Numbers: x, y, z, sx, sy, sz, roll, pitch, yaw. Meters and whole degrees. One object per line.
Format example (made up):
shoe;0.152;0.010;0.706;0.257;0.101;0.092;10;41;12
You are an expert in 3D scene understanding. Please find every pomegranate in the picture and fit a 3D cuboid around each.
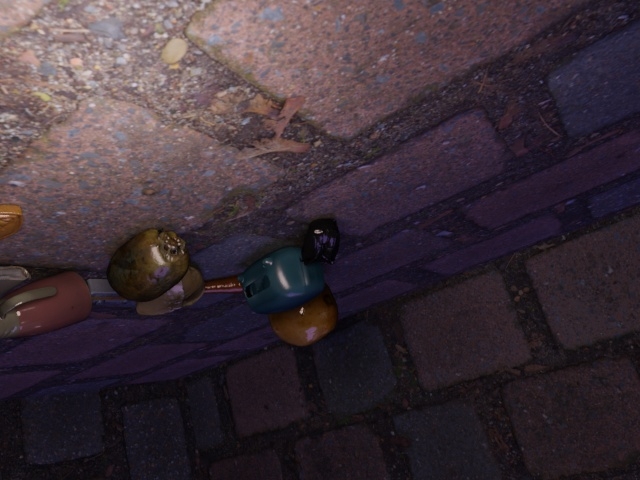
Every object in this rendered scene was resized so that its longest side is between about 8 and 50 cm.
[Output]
pomegranate;-0.067;0.287;2.107;0.307;0.307;0.307;-15;162;-5

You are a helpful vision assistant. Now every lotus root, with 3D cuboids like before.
lotus root;-0.456;0.071;1.334;0.152;0.160;0.275;-13;165;-46

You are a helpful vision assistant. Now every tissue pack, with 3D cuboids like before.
tissue pack;-0.142;0.140;1.739;0.206;0.198;0.287;-4;164;-38

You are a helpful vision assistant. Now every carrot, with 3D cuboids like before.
carrot;-0.365;0.169;1.869;0.336;0.069;0.069;-6;160;-20

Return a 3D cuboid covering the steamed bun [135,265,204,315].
steamed bun;-0.446;0.158;1.633;0.231;0.110;0.212;-43;163;33

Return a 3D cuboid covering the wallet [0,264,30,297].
wallet;-0.868;0.122;1.280;0.231;0.069;0.170;-29;163;20

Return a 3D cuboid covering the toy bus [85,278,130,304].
toy bus;-0.640;0.155;1.586;0.075;0.064;0.190;-42;152;30

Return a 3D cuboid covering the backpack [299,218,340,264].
backpack;0.004;-0.001;1.606;0.120;0.106;0.165;4;137;-15

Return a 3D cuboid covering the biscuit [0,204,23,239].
biscuit;-0.704;-0.023;1.041;0.220;0.029;0.142;-19;162;11

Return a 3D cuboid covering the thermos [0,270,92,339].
thermos;-0.730;0.171;1.298;0.176;0.146;0.265;-41;171;26
